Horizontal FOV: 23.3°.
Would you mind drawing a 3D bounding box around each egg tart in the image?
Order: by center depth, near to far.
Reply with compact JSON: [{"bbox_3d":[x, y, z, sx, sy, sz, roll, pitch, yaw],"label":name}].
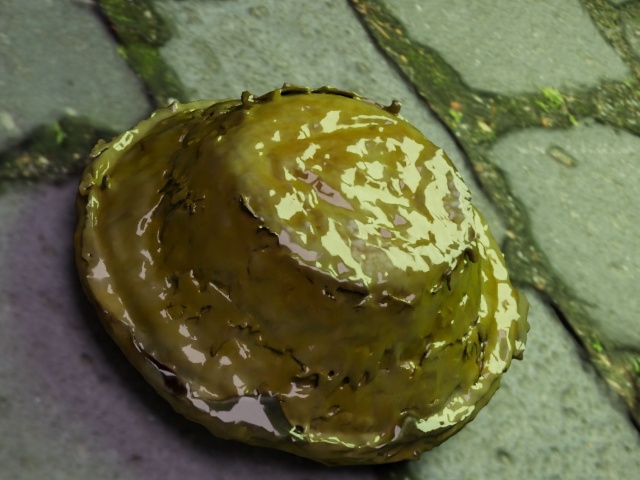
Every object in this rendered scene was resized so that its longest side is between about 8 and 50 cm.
[{"bbox_3d":[-0.001,0.000,1.062,0.341,0.132,0.341,17,46,-18],"label":"egg tart"}]
